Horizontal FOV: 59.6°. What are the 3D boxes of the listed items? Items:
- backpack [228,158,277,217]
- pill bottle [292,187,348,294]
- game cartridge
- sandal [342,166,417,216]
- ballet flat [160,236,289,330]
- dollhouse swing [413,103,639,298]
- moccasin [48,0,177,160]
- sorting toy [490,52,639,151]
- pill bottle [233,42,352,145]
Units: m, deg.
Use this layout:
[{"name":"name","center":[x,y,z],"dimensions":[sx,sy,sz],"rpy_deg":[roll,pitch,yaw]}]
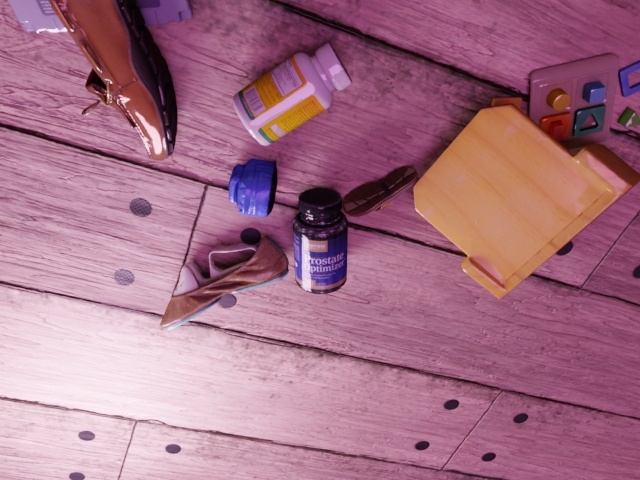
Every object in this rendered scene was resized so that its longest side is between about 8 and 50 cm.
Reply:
[{"name":"backpack","center":[-0.141,-0.103,1.163],"dimensions":[0.101,0.120,0.097],"rpy_deg":[1,124,-7]},{"name":"pill bottle","center":[0.000,0.000,1.244],"dimensions":[0.123,0.122,0.219],"rpy_deg":[-3,122,-4]},{"name":"game cartridge","center":[-0.375,-0.443,0.915],"dimensions":[0.294,0.060,0.196],"rpy_deg":[-5,151,-3]},{"name":"sandal","center":[0.136,-0.100,1.235],"dimensions":[0.180,0.072,0.049],"rpy_deg":[-28,143,7]},{"name":"ballet flat","center":[-0.241,0.087,1.295],"dimensions":[0.343,0.116,0.124],"rpy_deg":[-25,102,10]},{"name":"dollhouse swing","center":[0.435,-0.107,1.229],"dimensions":[0.305,0.315,0.347],"rpy_deg":[49,123,17]},{"name":"moccasin","center":[-0.354,-0.290,0.977],"dimensions":[0.147,0.139,0.380],"rpy_deg":[-9,147,4]},{"name":"sorting toy","center":[0.529,-0.272,1.168],"dimensions":[0.348,0.047,0.196],"rpy_deg":[-12,124,2]},{"name":"pill bottle","center":[-0.050,-0.280,1.059],"dimensions":[0.208,0.117,0.117],"rpy_deg":[-30,121,13]}]
